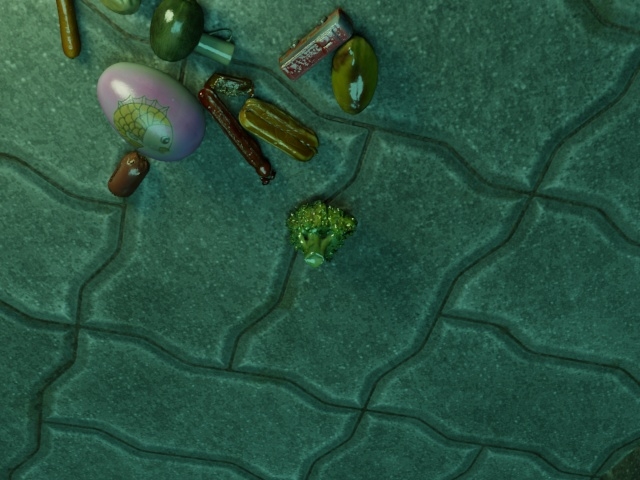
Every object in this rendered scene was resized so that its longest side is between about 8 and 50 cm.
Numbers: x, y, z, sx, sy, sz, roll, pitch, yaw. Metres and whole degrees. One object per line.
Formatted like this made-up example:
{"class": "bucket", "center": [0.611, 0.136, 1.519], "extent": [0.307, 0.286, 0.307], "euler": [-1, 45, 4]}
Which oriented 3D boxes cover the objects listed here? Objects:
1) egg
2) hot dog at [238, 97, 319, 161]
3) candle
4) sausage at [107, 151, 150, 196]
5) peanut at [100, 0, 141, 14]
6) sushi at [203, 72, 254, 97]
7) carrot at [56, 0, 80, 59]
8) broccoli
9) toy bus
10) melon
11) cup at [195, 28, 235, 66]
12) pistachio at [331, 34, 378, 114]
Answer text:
{"class": "egg", "center": [-0.398, -0.304, 1.798], "extent": [0.271, 0.196, 0.196], "euler": [33, 121, -8]}
{"class": "hot dog", "center": [-0.097, -0.272, 1.907], "extent": [0.235, 0.062, 0.092], "euler": [33, 86, -22]}
{"class": "candle", "center": [-0.204, -0.262, 1.904], "extent": [0.048, 0.051, 0.329], "euler": [-11, 138, 26]}
{"class": "sausage", "center": [-0.498, -0.167, 1.976], "extent": [0.076, 0.076, 0.141], "euler": [31, 121, -24]}
{"class": "peanut", "center": [-0.459, -0.591, 1.608], "extent": [0.123, 0.124, 0.257], "euler": [-17, 125, 11]}
{"class": "sushi", "center": [-0.220, -0.372, 1.838], "extent": [0.120, 0.052, 0.055], "euler": [9, 113, -12]}
{"class": "carrot", "center": [-0.573, -0.524, 1.709], "extent": [0.043, 0.043, 0.248], "euler": [0, 127, -3]}
{"class": "broccoli", "center": [0.000, 0.000, 2.052], "extent": [0.219, 0.194, 0.194], "euler": [-23, 126, 22]}
{"class": "toy bus", "center": [-0.010, -0.449, 1.766], "extent": [0.192, 0.077, 0.065], "euler": [-34, 124, 23]}
{"class": "melon", "center": [-0.321, -0.478, 1.706], "extent": [0.114, 0.114, 0.167], "euler": [21, 127, -18]}
{"class": "cup", "center": [-0.240, -0.453, 1.769], "extent": [0.083, 0.054, 0.075], "euler": [21, 126, -15]}
{"class": "pistachio", "center": [0.084, -0.396, 1.804], "extent": [0.110, 0.100, 0.189], "euler": [-15, 122, -19]}
